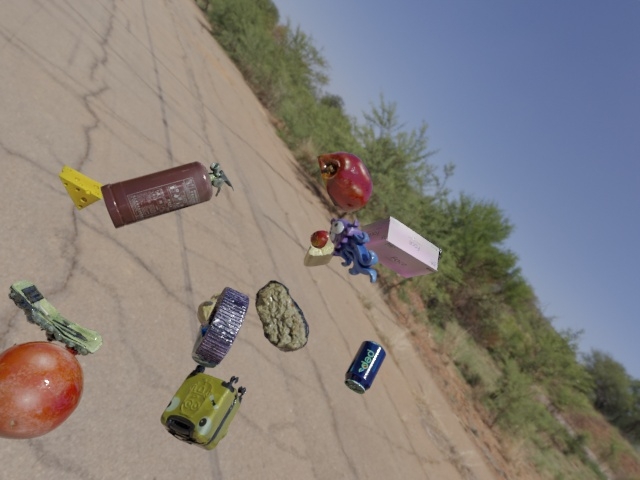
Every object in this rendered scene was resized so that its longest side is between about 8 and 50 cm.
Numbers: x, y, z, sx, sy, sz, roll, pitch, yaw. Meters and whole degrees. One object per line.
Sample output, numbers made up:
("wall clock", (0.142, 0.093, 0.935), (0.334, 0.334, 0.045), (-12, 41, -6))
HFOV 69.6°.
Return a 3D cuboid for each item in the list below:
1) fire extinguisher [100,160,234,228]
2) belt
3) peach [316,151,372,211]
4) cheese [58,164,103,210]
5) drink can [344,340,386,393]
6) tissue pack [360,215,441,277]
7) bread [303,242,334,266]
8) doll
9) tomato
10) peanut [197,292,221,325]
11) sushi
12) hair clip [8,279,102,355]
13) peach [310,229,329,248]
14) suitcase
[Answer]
("fire extinguisher", (-0.322, -0.107, 1.002), (0.105, 0.268, 0.105), (53, -25, 39))
("belt", (-0.331, 0.289, 1.534), (0.122, 0.260, 0.325), (28, -2, -12))
("peach", (0.101, -0.180, 1.594), (0.267, 0.158, 0.154), (62, 21, -53))
("cheese", (-1.011, -0.233, 1.922), (0.171, 0.126, 0.093), (56, 16, -35))
("drink can", (0.184, 0.521, 1.904), (0.118, 0.118, 0.205), (46, 54, -16))
("tissue pack", (0.257, 0.030, 1.506), (0.246, 0.148, 0.093), (28, 62, -29))
("bread", (-0.003, 0.066, 2.090), (0.178, 0.139, 0.060), (120, -40, -66))
("doll", (0.076, 0.017, 1.095), (0.067, 0.110, 0.206), (7, 37, -46))
("tomato", (-0.792, 0.416, 1.274), (0.265, 0.265, 0.265), (47, 10, -11))
("peanut", (-0.516, 0.346, 2.244), (0.159, 0.143, 0.291), (52, 12, -16))
("sushi", (-0.188, 0.360, 2.174), (0.171, 0.210, 0.350), (75, -9, -75))
("hair clip", (-0.854, 0.265, 1.464), (0.321, 0.091, 0.138), (43, 2, -9))
("peach", (0.000, 0.000, 1.871), (0.050, 0.083, 0.078), (-82, 156, -58))
("suitcase", (-0.374, 0.545, 1.489), (0.235, 0.193, 0.143), (-59, 145, -37))
